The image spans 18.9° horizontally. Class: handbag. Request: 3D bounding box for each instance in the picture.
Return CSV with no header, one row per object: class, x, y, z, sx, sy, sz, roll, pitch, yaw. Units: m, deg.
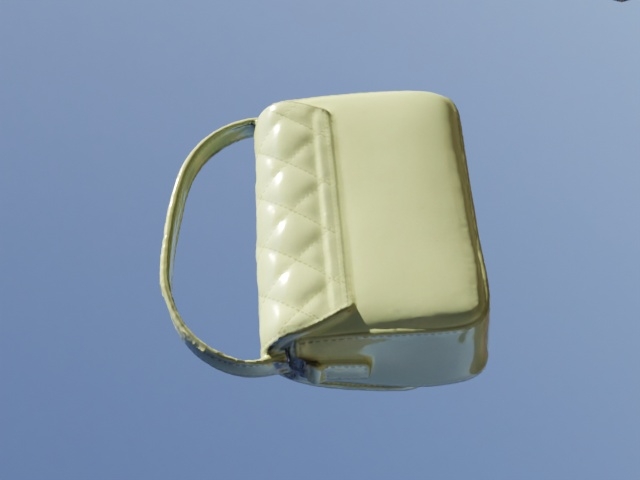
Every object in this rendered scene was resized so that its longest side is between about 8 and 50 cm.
handbag,0.000,0.000,1.328,0.079,0.219,0.256,90,177,-46
